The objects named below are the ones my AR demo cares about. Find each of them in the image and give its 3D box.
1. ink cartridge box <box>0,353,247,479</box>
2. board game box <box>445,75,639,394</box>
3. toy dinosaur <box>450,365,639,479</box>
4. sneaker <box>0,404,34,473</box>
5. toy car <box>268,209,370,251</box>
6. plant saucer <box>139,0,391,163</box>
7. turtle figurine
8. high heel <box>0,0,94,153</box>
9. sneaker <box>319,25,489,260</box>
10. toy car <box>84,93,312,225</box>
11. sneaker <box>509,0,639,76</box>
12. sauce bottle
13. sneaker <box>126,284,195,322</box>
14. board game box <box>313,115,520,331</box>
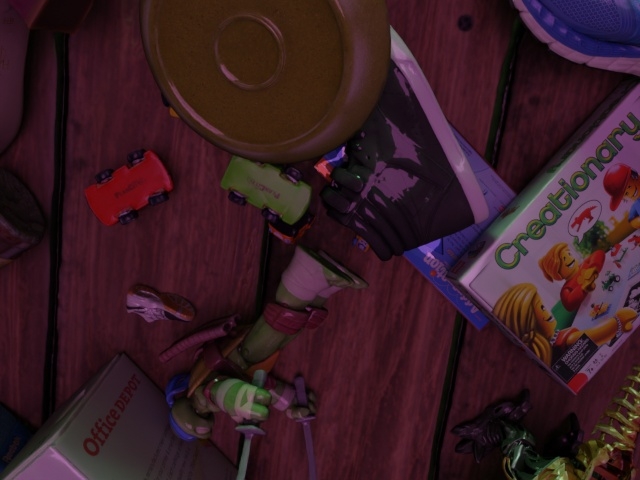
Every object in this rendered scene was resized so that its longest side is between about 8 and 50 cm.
[{"bbox_3d":[-0.187,0.306,0.671,0.131,0.226,0.306,-41,99,6],"label":"ink cartridge box"},{"bbox_3d":[0.313,-0.006,0.682,0.193,0.053,0.305,42,89,-9],"label":"board game box"},{"bbox_3d":[0.269,0.287,0.681,0.322,0.218,0.164,-38,100,7],"label":"toy dinosaur"},{"bbox_3d":[-0.423,0.316,0.719,0.319,0.127,0.208,40,97,-8],"label":"sneaker"},{"bbox_3d":[0.000,0.000,0.698,0.121,0.060,0.041,22,133,1],"label":"toy car"},{"bbox_3d":[-0.059,-0.171,0.540,0.240,0.037,0.241,8,124,13],"label":"plant saucer"},{"bbox_3d":[-0.030,0.155,0.662,0.197,0.274,0.266,30,97,-42],"label":"turtle figurine"},{"bbox_3d":[-0.382,-0.199,0.617,0.377,0.127,0.181,-41,84,16],"label":"high heel"},{"bbox_3d":[0.043,-0.105,0.620,0.146,0.104,0.296,-33,105,0],"label":"sneaker"},{"bbox_3d":[-0.113,-0.088,0.668,0.224,0.053,0.239,28,101,-1],"label":"toy car"},{"bbox_3d":[0.333,-0.238,0.587,0.329,0.147,0.130,20,57,-6],"label":"sneaker"},{"bbox_3d":[-0.475,0.039,0.665,0.344,0.111,0.112,-28,101,5],"label":"sauce bottle"},{"bbox_3d":[-0.191,0.083,0.725,0.083,0.032,0.037,21,115,-1],"label":"sneaker"},{"bbox_3d":[0.141,-0.039,0.706,0.145,0.027,0.281,-45,100,6],"label":"board game box"}]
